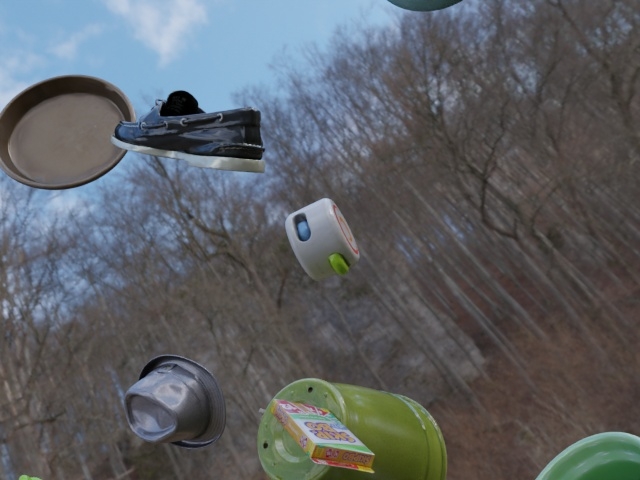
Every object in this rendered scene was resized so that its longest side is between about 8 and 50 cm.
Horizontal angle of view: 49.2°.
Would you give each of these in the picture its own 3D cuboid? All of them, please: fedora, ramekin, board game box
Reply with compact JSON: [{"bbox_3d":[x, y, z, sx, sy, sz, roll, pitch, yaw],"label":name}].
[{"bbox_3d":[-0.376,0.410,1.704,0.124,0.276,0.243,-18,-67,-56],"label":"fedora"},{"bbox_3d":[0.449,0.460,1.057,0.303,0.148,0.303,-50,10,13],"label":"ramekin"},{"bbox_3d":[0.001,0.367,1.328,0.124,0.259,0.039,17,-86,-23],"label":"board game box"}]

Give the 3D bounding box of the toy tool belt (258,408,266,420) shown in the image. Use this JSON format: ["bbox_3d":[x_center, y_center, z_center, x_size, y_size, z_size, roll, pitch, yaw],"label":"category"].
[{"bbox_3d":[-0.137,0.490,1.872,0.051,0.083,0.052,-7,-19,3],"label":"toy tool belt"}]

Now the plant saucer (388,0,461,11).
[{"bbox_3d":[0.104,-0.275,0.666,0.119,0.119,0.021,-40,-22,1],"label":"plant saucer"}]

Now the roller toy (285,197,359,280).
[{"bbox_3d":[0.000,0.000,1.810,0.146,0.191,0.209,-26,8,10],"label":"roller toy"}]

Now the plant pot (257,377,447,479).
[{"bbox_3d":[0.051,0.481,1.611,0.366,0.366,0.353,-44,-44,6],"label":"plant pot"}]

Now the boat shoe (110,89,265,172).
[{"bbox_3d":[-0.216,-0.183,1.118,0.127,0.340,0.113,-2,-77,-44],"label":"boat shoe"}]

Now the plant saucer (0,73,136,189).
[{"bbox_3d":[-0.498,-0.209,1.373,0.278,0.278,0.041,-30,-25,-15],"label":"plant saucer"}]

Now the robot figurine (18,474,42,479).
[{"bbox_3d":[-0.390,0.372,0.960,0.101,0.067,0.115,-27,-51,-9],"label":"robot figurine"}]
